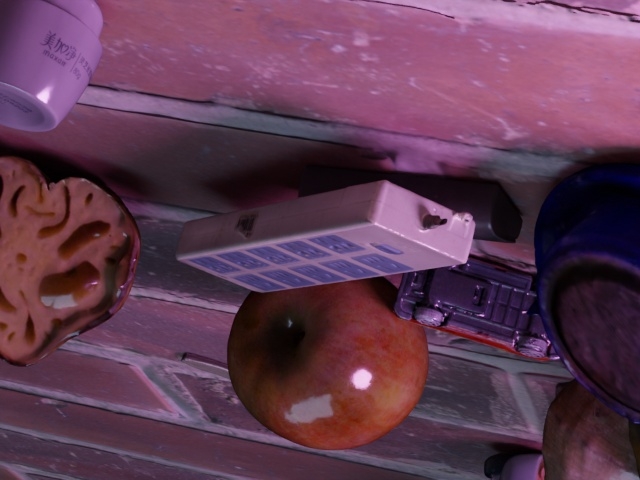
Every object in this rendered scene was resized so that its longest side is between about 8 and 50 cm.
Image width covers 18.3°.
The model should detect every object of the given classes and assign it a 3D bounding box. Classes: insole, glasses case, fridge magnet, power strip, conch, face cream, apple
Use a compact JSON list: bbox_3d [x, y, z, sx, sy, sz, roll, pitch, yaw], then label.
[{"bbox_3d":[-0.078,0.174,2.410,0.192,0.010,0.063,18,160,-5],"label":"insole"},{"bbox_3d":[0.076,-0.029,1.726,0.191,0.042,0.072,7,165,26],"label":"glasses case"},{"bbox_3d":[0.277,0.056,1.594,0.265,0.113,0.265,31,144,26],"label":"fridge magnet"},{"bbox_3d":[0.000,0.000,1.728,0.106,0.043,0.367,22,163,-28],"label":"power strip"},{"bbox_3d":[0.320,0.228,1.981,0.263,0.186,0.324,20,135,-28],"label":"conch"},{"bbox_3d":[-0.232,-0.151,1.552,0.117,0.104,0.117,16,160,6],"label":"face cream"},{"bbox_3d":[0.011,0.112,1.929,0.188,0.188,0.174,0,159,39],"label":"apple"}]

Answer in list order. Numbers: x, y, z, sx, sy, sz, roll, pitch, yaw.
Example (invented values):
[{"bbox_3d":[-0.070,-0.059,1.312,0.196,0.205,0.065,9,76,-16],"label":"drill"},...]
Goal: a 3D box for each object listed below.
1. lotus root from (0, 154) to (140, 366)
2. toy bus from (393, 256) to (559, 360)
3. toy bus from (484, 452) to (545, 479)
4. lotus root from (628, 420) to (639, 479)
[{"bbox_3d":[-0.269,0.004,1.956,0.188,0.199,0.180,56,-171,-3],"label":"lotus root"},{"bbox_3d":[0.154,0.061,1.847,0.174,0.079,0.077,17,167,-3],"label":"toy bus"},{"bbox_3d":[0.306,0.378,2.396,0.232,0.194,0.287,5,158,8],"label":"toy bus"},{"bbox_3d":[0.432,0.227,1.725,0.267,0.149,0.260,47,158,-28],"label":"lotus root"}]
